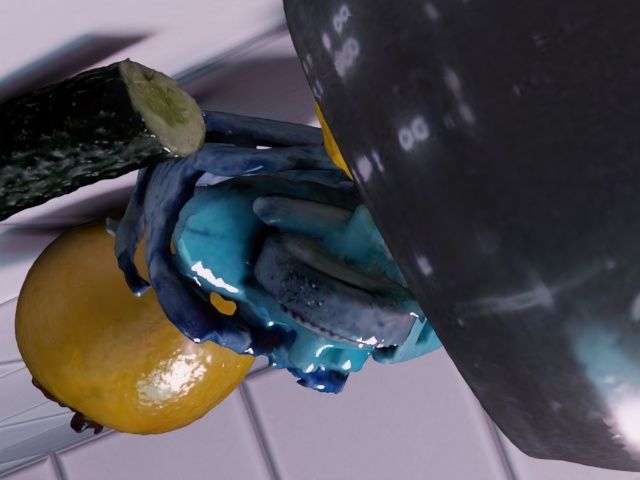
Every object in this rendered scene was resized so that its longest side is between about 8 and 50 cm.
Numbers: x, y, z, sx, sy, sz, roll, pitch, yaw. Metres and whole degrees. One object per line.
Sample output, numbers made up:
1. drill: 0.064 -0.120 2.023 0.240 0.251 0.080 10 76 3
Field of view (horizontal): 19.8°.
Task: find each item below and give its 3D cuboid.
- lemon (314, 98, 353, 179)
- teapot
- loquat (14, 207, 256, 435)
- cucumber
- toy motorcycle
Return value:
1. lemon: 0.065 -0.078 0.882 0.155 0.114 0.114 -30 170 21
2. teapot: 0.185 -0.089 0.695 0.344 0.253 0.300 -26 -169 10
3. loquat: -0.108 0.045 1.207 0.204 0.149 0.172 -38 167 17
4. cucumber: -0.156 -0.029 0.858 0.214 0.058 0.052 -21 -152 26
5. toy motorcycle: 0.000 0.000 1.042 0.260 0.206 0.154 -1 118 -65
